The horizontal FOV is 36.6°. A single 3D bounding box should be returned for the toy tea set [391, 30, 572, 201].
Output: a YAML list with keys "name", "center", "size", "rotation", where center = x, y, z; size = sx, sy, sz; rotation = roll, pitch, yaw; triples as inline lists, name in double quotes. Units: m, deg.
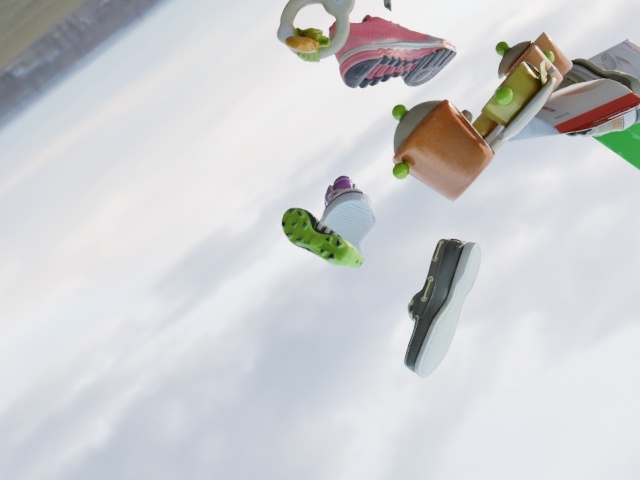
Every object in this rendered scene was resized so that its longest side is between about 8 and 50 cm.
- name: "toy tea set"
  center: [0.191, -0.174, 1.158]
  size: [0.200, 0.124, 0.336]
  rotation: [-50, 176, 27]

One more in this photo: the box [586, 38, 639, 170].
- name: "box"
  center: [0.659, -0.271, 1.988]
  size: [0.231, 0.262, 0.127]
  rotation: [-29, 150, -40]

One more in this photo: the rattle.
- name: "rattle"
  center: [0.005, -0.412, 1.668]
  size: [0.199, 0.130, 0.143]
  rotation: [-50, 161, 6]

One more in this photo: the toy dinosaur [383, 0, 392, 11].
- name: "toy dinosaur"
  center: [0.093, -0.462, 1.373]
  size: [0.064, 0.118, 0.268]
  rotation: [136, -24, -68]

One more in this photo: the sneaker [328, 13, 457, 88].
- name: "sneaker"
  center: [0.141, -0.378, 1.842]
  size: [0.314, 0.136, 0.116]
  rotation: [-11, 157, -44]

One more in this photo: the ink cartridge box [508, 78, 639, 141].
- name: "ink cartridge box"
  center: [0.335, -0.173, 1.239]
  size: [0.145, 0.045, 0.179]
  rotation: [-24, -173, -24]

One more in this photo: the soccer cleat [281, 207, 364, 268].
- name: "soccer cleat"
  center: [0.000, 0.000, 1.604]
  size: [0.179, 0.072, 0.060]
  rotation: [35, -86, 43]

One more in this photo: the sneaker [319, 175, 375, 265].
- name: "sneaker"
  center: [0.041, -0.071, 1.876]
  size: [0.282, 0.102, 0.161]
  rotation: [104, -16, -67]

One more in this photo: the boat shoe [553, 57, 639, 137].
- name: "boat shoe"
  center: [0.442, -0.243, 1.671]
  size: [0.103, 0.113, 0.302]
  rotation: [-26, -165, -6]

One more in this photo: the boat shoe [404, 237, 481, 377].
- name: "boat shoe"
  center: [0.231, 0.131, 1.949]
  size: [0.091, 0.109, 0.305]
  rotation: [15, -113, 28]
